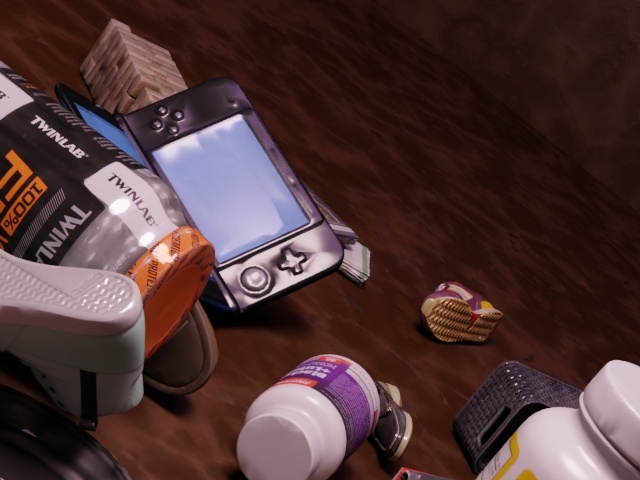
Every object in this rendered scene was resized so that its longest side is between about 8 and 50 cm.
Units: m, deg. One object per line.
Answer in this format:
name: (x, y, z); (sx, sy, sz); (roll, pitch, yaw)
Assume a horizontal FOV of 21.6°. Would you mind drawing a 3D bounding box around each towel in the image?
towel: (0.000, 0.000, 2.295); (0.152, 0.023, 0.113); (31, 18, -9)

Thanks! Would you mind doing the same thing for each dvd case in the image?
dvd case: (-0.066, -0.071, 2.297); (0.164, 0.018, 0.221); (10, 28, -45)

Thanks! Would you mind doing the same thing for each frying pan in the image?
frying pan: (-0.295, 0.147, 1.371); (0.326, 0.053, 0.197); (31, 10, -12)

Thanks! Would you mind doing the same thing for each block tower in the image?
block tower: (-0.219, -0.159, 2.170); (0.097, 0.091, 0.335); (23, 24, -35)

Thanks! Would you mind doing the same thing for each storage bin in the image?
storage bin: (0.267, 0.238, 2.046); (0.180, 0.122, 0.084); (25, 23, -30)

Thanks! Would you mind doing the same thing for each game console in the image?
game console: (-0.132, -0.072, 1.901); (0.250, 0.173, 0.293); (-25, 70, -21)

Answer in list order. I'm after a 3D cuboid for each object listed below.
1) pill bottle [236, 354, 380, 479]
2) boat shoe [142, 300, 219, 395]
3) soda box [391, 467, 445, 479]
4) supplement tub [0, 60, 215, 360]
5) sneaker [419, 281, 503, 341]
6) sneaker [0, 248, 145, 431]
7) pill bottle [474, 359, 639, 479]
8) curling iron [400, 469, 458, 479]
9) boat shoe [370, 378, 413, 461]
pill bottle: (-0.015, 0.188, 1.695); (0.108, 0.108, 0.193); (39, 19, 7)
boat shoe: (-0.205, 0.033, 1.724); (0.307, 0.111, 0.104); (49, 6, 13)
soda box: (0.170, 0.318, 1.755); (0.263, 0.083, 0.092); (19, 26, -40)
supplement tub: (-0.267, -0.026, 1.590); (0.316, 0.193, 0.193); (35, 18, 14)
sneaker: (0.175, 0.094, 2.319); (0.084, 0.069, 0.185); (39, 11, 33)
sneaker: (-0.273, 0.087, 1.464); (0.256, 0.151, 0.094); (12, 42, 16)
pill bottle: (0.218, 0.279, 1.545); (0.188, 0.334, 0.188); (32, 20, -13)
curling iron: (0.194, 0.279, 1.703); (0.274, 0.035, 0.068); (27, 23, -28)
boat shoe: (0.067, 0.202, 1.900); (0.049, 0.056, 0.152); (26, 12, -15)
